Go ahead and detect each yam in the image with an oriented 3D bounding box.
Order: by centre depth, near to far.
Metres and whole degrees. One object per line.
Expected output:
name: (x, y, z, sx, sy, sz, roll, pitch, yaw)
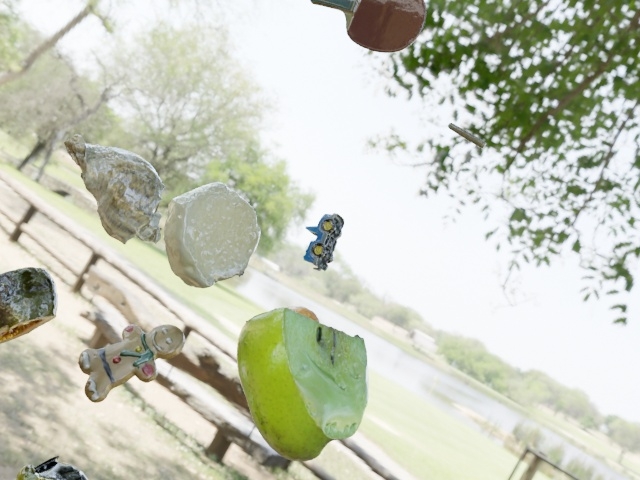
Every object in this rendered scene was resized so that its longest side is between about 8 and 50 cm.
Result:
yam: (0.384, -0.277, 1.770, 0.116, 0.021, 0.021, 36, 0, 22)

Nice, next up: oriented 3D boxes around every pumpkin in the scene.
pumpkin: (-0.800, 0.177, 1.654, 0.317, 0.139, 0.222, -22, -6, 32)

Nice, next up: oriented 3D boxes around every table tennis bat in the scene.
table tennis bat: (0.097, -0.492, 1.445, 0.274, 0.154, 0.021, 24, 4, 23)

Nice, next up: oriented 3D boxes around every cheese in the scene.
cheese: (-0.325, -0.010, 2.023, 0.115, 0.326, 0.318, 0, -22, 44)

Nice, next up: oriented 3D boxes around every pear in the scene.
pear: (-0.048, 0.347, 1.551, 0.239, 0.317, 0.342, -24, -34, 30)

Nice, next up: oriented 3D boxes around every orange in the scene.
orange: (-0.081, 0.299, 2.186, 0.178, 0.177, 0.155, 27, 31, 37)

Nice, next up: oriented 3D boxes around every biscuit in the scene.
biscuit: (-0.528, 0.320, 1.894, 0.196, 0.302, 0.049, 57, -19, 33)

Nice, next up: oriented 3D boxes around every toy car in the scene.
toy car: (0.000, 0.000, 2.147, 0.100, 0.191, 0.097, 19, -8, 25)

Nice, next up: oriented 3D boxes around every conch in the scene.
conch: (-0.438, -0.125, 1.521, 0.210, 0.159, 0.291, -104, 171, -69)

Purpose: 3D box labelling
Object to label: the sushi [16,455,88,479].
sushi: (-0.676, 0.724, 1.585, 0.328, 0.329, 0.285, 54, 1, 13)
